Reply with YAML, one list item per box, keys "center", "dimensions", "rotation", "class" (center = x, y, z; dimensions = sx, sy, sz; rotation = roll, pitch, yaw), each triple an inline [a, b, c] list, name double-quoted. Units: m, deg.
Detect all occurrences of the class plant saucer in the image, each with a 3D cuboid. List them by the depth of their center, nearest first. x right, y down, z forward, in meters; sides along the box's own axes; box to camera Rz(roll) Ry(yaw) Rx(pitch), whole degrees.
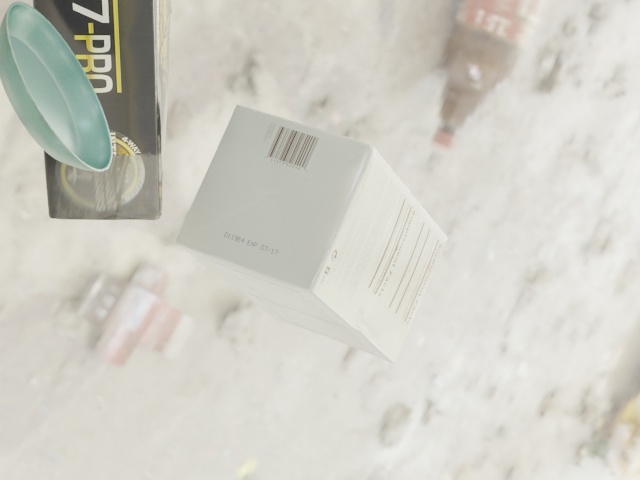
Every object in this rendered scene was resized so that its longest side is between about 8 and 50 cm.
- center: [-0.172, -0.093, 0.986]
  dimensions: [0.021, 0.119, 0.119]
  rotation: [-26, 145, 12]
  class: "plant saucer"

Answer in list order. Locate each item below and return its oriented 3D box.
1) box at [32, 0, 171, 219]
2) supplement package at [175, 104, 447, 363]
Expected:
- center: [-0.165, -0.246, 1.224]
  dimensions: [0.097, 0.395, 0.318]
  rotation: [2, 120, -5]
  class: "box"
- center: [0.000, 0.000, 1.380]
  dimensions: [0.133, 0.139, 0.244]
  rotation: [-66, 156, -10]
  class: "supplement package"
